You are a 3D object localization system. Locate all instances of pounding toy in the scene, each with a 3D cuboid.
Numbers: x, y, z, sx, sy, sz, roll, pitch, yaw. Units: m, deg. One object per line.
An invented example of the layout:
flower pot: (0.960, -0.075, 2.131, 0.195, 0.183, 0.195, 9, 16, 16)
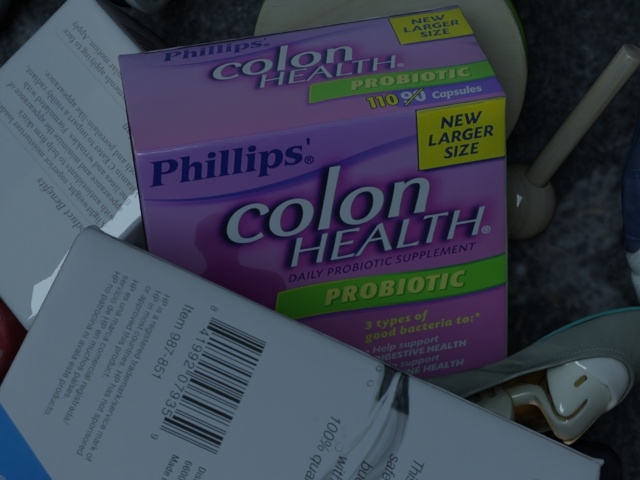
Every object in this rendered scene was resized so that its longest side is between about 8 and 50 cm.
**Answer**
pounding toy: (0.079, -0.124, 1.139, 0.237, 0.110, 0.183, 27, 121, 0)

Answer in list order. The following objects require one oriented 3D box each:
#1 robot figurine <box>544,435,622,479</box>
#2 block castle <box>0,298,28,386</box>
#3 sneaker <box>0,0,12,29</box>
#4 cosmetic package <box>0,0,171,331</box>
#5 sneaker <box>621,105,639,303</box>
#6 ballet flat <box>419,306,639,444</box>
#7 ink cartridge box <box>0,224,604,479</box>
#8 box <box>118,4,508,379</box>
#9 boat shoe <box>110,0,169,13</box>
robot figurine: (0.119, 0.247, 1.052, 0.278, 0.173, 0.209, 1, 119, 16)
block castle: (-0.457, 0.091, 1.210, 0.453, 0.213, 0.303, -38, 77, 7)
sneaker: (-0.364, -0.186, 1.256, 0.276, 0.135, 0.097, -1, 82, 14)
cosmetic package: (-0.155, -0.046, 1.173, 0.184, 0.151, 0.151, -43, 75, 7)
sneaker: (0.348, -0.027, 1.068, 0.323, 0.130, 0.236, -2, 110, -6)
ballet flat: (0.124, 0.103, 1.031, 0.213, 0.072, 0.068, -17, 42, -1)
ink cartridge box: (-0.037, 0.166, 0.902, 0.307, 0.129, 0.223, 25, 69, -2)
box: (0.000, 0.000, 1.046, 0.214, 0.117, 0.243, -9, 125, -6)
boat shoe: (-0.137, -0.302, 1.218, 0.091, 0.114, 0.302, 1, 68, 18)
